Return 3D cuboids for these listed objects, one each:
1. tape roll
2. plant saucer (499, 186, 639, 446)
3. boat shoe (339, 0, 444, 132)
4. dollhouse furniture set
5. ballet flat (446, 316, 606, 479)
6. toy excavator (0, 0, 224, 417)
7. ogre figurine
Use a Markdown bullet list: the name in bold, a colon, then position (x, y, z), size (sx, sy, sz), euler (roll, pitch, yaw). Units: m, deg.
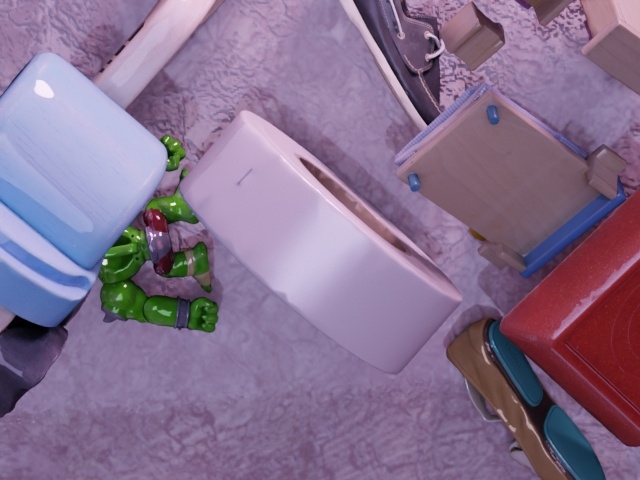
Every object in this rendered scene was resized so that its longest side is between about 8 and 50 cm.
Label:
- **tape roll**: position (0.000, 0.000, 1.862), size (0.286, 0.286, 0.100), euler (41, 97, -6)
- **plant saucer**: position (0.347, 0.073, 1.934), size (0.259, 0.048, 0.258), euler (-45, 126, 6)
- **boat shoe**: position (0.088, -0.192, 1.933), size (0.079, 0.084, 0.233), euler (-28, 95, 5)
- **dollhouse furniture set**: position (0.175, -0.161, 1.885), size (0.286, 0.198, 0.303), euler (31, 120, -30)
- **ballet flat**: position (0.212, 0.185, 2.009), size (0.073, 0.080, 0.232), euler (-30, 96, 33)
- **toy excavator**: position (-0.213, -0.108, 1.789), size (0.222, 0.433, 0.445), euler (43, 104, -12)
- **ogre figurine**: position (-0.177, 0.002, 1.958), size (0.118, 0.097, 0.197), euler (-12, 110, -10)
